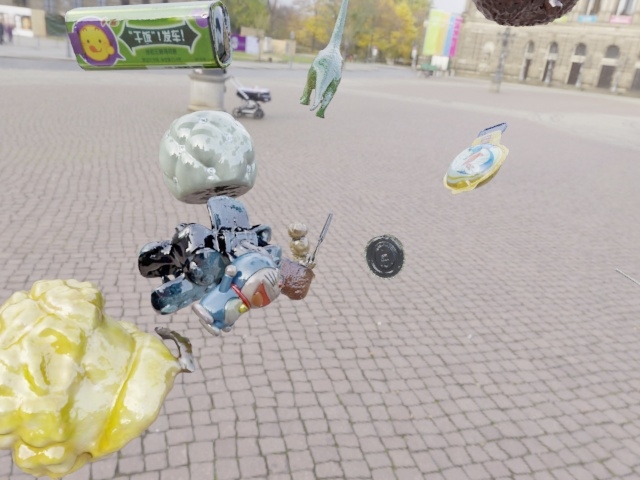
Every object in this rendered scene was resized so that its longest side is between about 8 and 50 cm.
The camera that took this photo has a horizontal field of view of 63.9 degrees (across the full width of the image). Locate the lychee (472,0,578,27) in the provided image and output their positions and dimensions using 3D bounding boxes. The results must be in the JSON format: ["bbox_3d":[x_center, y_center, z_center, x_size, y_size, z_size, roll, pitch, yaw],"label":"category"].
[{"bbox_3d":[0.407,-0.538,0.982,0.261,0.260,0.260,6,20,-2],"label":"lychee"}]

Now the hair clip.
[{"bbox_3d":[-0.203,0.040,1.052,0.310,0.206,0.194,-3,55,-45],"label":"hair clip"}]

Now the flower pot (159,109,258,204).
[{"bbox_3d":[-0.277,-0.204,1.275,0.246,0.195,0.246,-13,-6,-1],"label":"flower pot"}]

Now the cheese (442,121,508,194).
[{"bbox_3d":[0.401,-0.209,1.304,0.177,0.069,0.270,-13,34,49],"label":"cheese"}]

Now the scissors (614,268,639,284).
[{"bbox_3d":[0.701,0.107,1.095,0.100,0.015,0.189,31,13,-28],"label":"scissors"}]

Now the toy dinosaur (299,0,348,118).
[{"bbox_3d":[0.036,-0.468,1.262,0.087,0.300,0.447,20,26,-10],"label":"toy dinosaur"}]

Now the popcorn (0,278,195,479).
[{"bbox_3d":[-0.417,0.232,0.924,0.382,0.348,0.349,-9,22,-5],"label":"popcorn"}]

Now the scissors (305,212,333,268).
[{"bbox_3d":[0.000,0.000,1.821,0.017,0.220,0.088,26,-11,-15],"label":"scissors"}]

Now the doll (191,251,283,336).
[{"bbox_3d":[-0.117,0.074,0.769,0.152,0.114,0.086,-39,54,-24],"label":"doll"}]

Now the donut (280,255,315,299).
[{"bbox_3d":[-0.159,0.107,1.593,0.295,0.151,0.112,5,60,-3],"label":"donut"}]

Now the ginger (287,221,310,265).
[{"bbox_3d":[-0.076,0.023,1.937,0.080,0.203,0.104,-15,23,-17],"label":"ginger"}]

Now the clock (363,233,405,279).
[{"bbox_3d":[0.118,0.031,0.937,0.074,0.083,0.010,-12,2,8],"label":"clock"}]

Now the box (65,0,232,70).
[{"bbox_3d":[-0.362,-0.435,1.099,0.346,0.134,0.097,4,32,16],"label":"box"}]
